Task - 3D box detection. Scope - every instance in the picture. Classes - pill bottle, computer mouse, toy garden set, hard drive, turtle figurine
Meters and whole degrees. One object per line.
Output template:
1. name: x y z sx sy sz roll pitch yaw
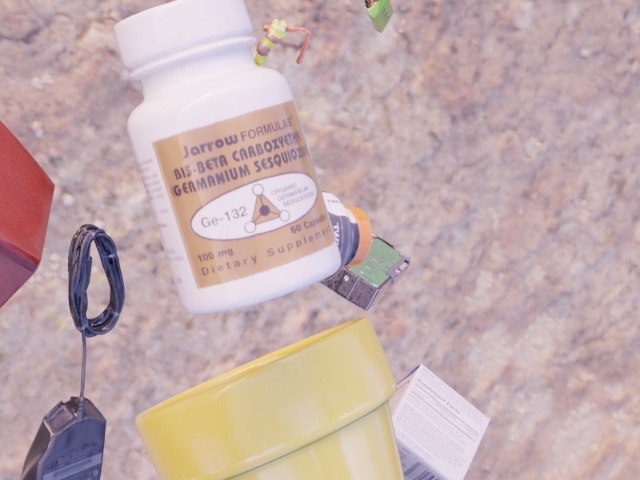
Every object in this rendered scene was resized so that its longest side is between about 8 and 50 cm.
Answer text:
1. pill bottle: -0.076 -0.068 0.903 0.131 0.131 0.229 -21 97 -36
2. computer mouse: -0.182 0.104 0.832 0.071 0.041 0.242 -7 109 -59
3. toy garden set: 0.131 -0.482 1.931 0.244 0.049 0.204 -61 171 1
4. hard drive: 0.000 0.000 2.345 0.064 0.339 0.237 -63 169 23
5. turtle figurine: -0.156 -0.267 1.900 0.217 0.087 0.269 28 118 -29
6. pill bottle: -0.048 -0.007 1.590 0.246 0.130 0.130 0 108 -39

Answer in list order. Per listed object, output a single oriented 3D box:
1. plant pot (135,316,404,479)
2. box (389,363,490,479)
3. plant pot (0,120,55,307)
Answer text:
1. plant pot: -0.021 0.231 1.157 0.254 0.254 0.239 -22 86 -36
2. box: 0.141 0.259 1.567 0.072 0.126 0.137 -48 -176 43
3. plant pot: -0.499 -0.026 1.515 0.236 0.267 0.267 33 121 -27
